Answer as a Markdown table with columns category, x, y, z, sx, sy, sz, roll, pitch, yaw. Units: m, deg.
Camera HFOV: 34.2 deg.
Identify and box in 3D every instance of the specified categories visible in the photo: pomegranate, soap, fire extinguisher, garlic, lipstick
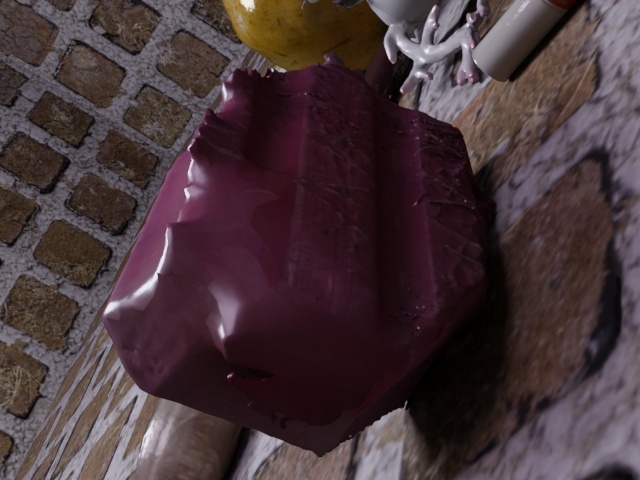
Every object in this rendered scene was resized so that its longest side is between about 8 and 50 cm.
| category | x | y | z | sx | sy | sz | roll | pitch | yaw |
| --- | --- | --- | --- | --- | --- | --- | --- | --- | --- |
| pomegranate | -0.005 | -0.322 | 1.293 | 0.264 | 0.264 | 0.264 | -53 | 14 | 20 |
| soap | 0.000 | 0.000 | 0.680 | 0.325 | 0.220 | 0.127 | -82 | 18 | -58 |
| fire extinguisher | 0.076 | -0.193 | 1.189 | 0.064 | 0.043 | 0.158 | 85 | -153 | -60 |
| garlic | -0.121 | 0.183 | 0.979 | 0.101 | 0.087 | 0.195 | 117 | 171 | -46 |
| lipstick | 0.175 | -0.186 | 0.825 | 0.131 | 0.038 | 0.038 | -49 | 16 | 33 |

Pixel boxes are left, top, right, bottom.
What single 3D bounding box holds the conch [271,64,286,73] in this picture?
| category | x | y | z | sx | sy | sz | roll | pitch | yaw |
| --- | --- | --- | --- | --- | --- | --- | --- | --- | --- |
| conch | -0.017 | -0.203 | 1.426 | 0.116 | 0.106 | 0.173 | -29 | 44 | 20 |

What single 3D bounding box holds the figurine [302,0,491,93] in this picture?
| category | x | y | z | sx | sy | sz | roll | pitch | yaw |
| --- | --- | --- | --- | --- | --- | --- | --- | --- | --- |
| figurine | 0.106 | -0.307 | 1.028 | 0.316 | 0.206 | 0.284 | -62 | 2 | 3 |
